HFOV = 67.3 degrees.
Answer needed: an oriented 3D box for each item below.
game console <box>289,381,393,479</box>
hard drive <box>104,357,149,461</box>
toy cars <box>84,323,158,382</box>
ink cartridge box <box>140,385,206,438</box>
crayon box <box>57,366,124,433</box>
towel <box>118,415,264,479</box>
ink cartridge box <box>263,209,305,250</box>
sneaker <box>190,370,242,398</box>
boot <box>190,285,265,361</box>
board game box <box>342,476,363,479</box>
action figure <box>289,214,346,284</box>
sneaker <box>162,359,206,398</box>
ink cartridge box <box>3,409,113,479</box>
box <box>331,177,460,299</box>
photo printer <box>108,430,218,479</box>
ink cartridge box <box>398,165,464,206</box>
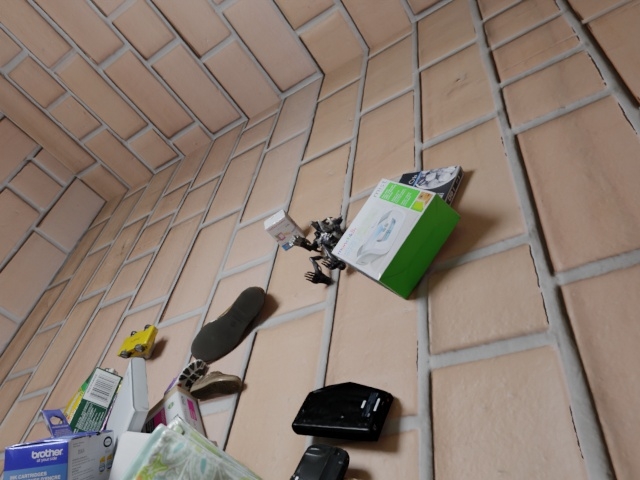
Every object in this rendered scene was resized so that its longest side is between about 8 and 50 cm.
[{"bbox_3d":[0.002,0.439,0.988,0.213,0.043,0.361,-13,28,38],"label":"game console"},{"bbox_3d":[-0.569,0.547,1.369,0.352,0.047,0.233,-66,29,13],"label":"hard drive"},{"bbox_3d":[-0.719,0.459,1.750,0.393,0.087,0.176,-47,28,-3],"label":"toy cars"},{"bbox_3d":[-0.421,0.549,1.324,0.193,0.088,0.235,-44,31,-2],"label":"ink cartridge box"},{"bbox_3d":[-0.779,0.628,1.502,0.313,0.106,0.362,-42,26,35],"label":"crayon box"},{"bbox_3d":[-0.294,0.599,0.971,0.321,0.090,0.374,28,67,14],"label":"towel"},{"bbox_3d":[-0.127,-0.036,1.683,0.089,0.122,0.052,-34,33,11],"label":"ink cartridge box"},{"bbox_3d":[-0.300,0.404,1.393,0.189,0.066,0.071,-20,33,27],"label":"sneaker"},{"bbox_3d":[-0.285,0.267,1.543,0.305,0.112,0.115,-45,2,3],"label":"boot"},{"bbox_3d":[0.036,0.529,0.911,0.194,0.045,0.146,-11,43,38],"label":"board game box"},{"bbox_3d":[0.000,0.000,1.498,0.164,0.141,0.275,-40,32,23],"label":"action figure"},{"bbox_3d":[-0.430,0.432,1.496,0.170,0.068,0.071,-45,27,-6],"label":"sneaker"},{"bbox_3d":[-0.600,0.598,1.123,0.151,0.270,0.394,-4,72,-4],"label":"ink cartridge box"},{"bbox_3d":[0.197,-0.012,1.288,0.261,0.127,0.231,-55,34,-2],"label":"box"},{"bbox_3d":[-0.382,0.612,1.107,0.256,0.107,0.307,-4,62,22],"label":"photo printer"},{"bbox_3d":[0.297,-0.125,1.425,0.207,0.045,0.208,-2,51,45],"label":"ink cartridge box"}]
